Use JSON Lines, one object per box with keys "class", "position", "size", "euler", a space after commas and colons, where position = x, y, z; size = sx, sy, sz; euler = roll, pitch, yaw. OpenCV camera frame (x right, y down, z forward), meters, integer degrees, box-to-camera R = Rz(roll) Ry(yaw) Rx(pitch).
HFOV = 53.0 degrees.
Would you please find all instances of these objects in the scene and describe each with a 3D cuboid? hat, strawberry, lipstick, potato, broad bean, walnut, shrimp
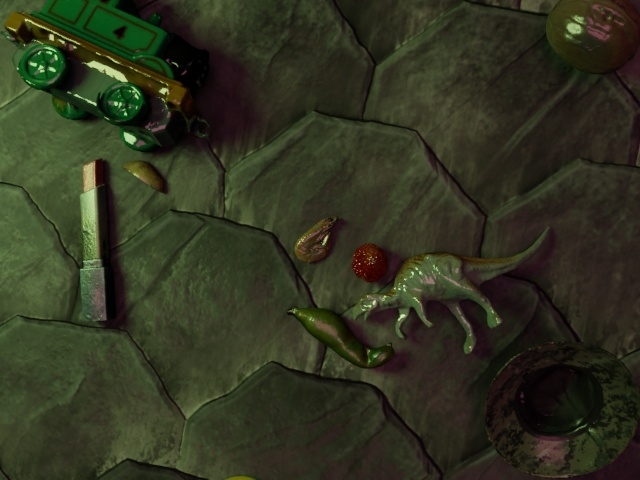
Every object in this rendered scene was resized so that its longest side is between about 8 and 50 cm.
{"class": "hat", "position": [0.415, 0.278, 1.131], "size": [0.266, 0.128, 0.265], "euler": [3, 101, 13]}
{"class": "strawberry", "position": [0.091, 0.039, 1.178], "size": [0.074, 0.083, 0.073], "euler": [0, 80, 3]}
{"class": "lipstick", "position": [-0.432, -0.003, 1.228], "size": [0.051, 0.051, 0.312], "euler": [-4, 88, 6]}
{"class": "potato", "position": [-0.335, -0.131, 1.230], "size": [0.093, 0.037, 0.036], "euler": [33, 87, 4]}
{"class": "broad bean", "position": [0.034, 0.177, 1.196], "size": [0.214, 0.048, 0.070], "euler": [26, 92, 3]}
{"class": "walnut", "position": [0.482, -0.368, 1.130], "size": [0.162, 0.140, 0.140], "euler": [38, 92, -6]}
{"class": "shrimp", "position": [0.000, 0.000, 1.214], "size": [0.108, 0.023, 0.059], "euler": [-38, 97, 2]}

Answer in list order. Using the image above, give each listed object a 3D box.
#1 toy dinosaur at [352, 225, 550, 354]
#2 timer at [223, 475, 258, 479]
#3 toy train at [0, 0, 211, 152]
{"class": "toy dinosaur", "position": [0.261, 0.087, 1.167], "size": [0.393, 0.092, 0.205], "euler": [-37, 83, 5]}
{"class": "timer", "position": [-0.106, 0.622, 1.078], "size": [0.387, 0.376, 0.375], "euler": [15, 91, 26]}
{"class": "toy train", "position": [-0.371, -0.326, 1.174], "size": [0.429, 0.178, 0.249], "euler": [25, 80, 4]}
